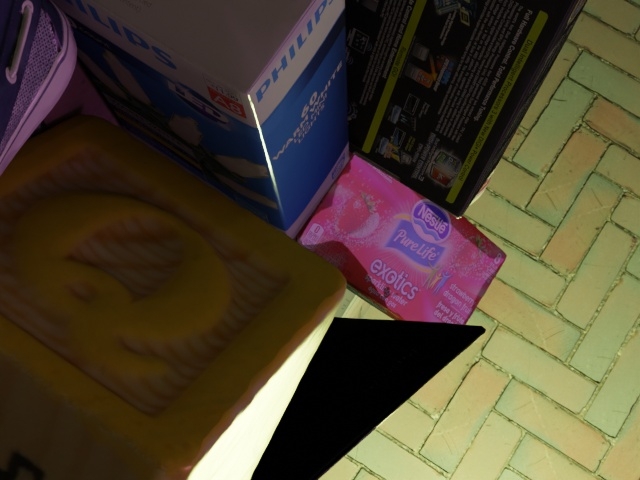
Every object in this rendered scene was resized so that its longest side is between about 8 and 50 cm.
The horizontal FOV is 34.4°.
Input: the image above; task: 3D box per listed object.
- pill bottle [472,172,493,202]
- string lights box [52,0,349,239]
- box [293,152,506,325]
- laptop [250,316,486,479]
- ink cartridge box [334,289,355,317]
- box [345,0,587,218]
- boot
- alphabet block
[{"bbox_3d":[0.209,-0.173,1.593,0.169,0.169,0.301,-54,170,-21],"label":"pill bottle"},{"bbox_3d":[-0.058,-0.092,0.556,0.077,0.133,0.260,-55,170,-10],"label":"string lights box"},{"bbox_3d":[0.051,-0.010,1.024,0.257,0.128,0.123,36,86,-40],"label":"box"},{"bbox_3d":[-0.073,0.259,0.985,0.382,0.236,0.408,-35,144,-33],"label":"laptop"},{"bbox_3d":[0.000,0.000,1.189,0.176,0.128,0.127,-58,171,-3],"label":"ink cartridge box"},{"bbox_3d":[0.044,-0.163,0.604,0.060,0.216,0.270,-52,168,-36],"label":"box"},{"bbox_3d":[-0.172,-0.032,0.409,0.190,0.069,0.086,-65,165,-8],"label":"boot"},{"bbox_3d":[-0.130,0.080,0.568,0.192,0.193,0.197,-47,166,-55],"label":"alphabet block"}]
